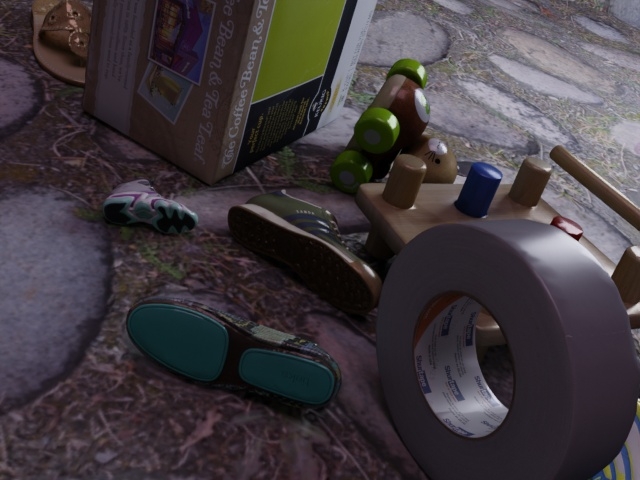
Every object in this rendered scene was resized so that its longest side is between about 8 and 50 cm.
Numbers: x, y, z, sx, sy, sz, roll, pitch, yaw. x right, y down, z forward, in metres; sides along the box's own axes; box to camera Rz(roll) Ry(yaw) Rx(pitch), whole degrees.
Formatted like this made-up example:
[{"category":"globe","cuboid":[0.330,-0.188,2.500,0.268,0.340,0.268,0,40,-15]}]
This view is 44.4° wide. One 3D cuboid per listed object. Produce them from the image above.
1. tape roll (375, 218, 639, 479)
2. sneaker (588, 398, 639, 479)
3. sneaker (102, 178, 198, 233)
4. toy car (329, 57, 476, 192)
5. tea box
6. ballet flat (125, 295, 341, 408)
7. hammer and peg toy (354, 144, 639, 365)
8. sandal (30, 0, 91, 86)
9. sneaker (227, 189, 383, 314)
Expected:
[{"category":"tape roll","cuboid":[0.136,0.093,0.618,0.072,0.219,0.219,-5,40,-33]},{"category":"sneaker","cuboid":[0.237,0.213,0.610,0.126,0.091,0.240,3,37,-21]},{"category":"sneaker","cuboid":[-0.176,-0.043,0.832,0.098,0.038,0.069,12,34,-9]},{"category":"toy car","cuboid":[0.133,-0.111,1.002,0.188,0.149,0.155,31,46,-1]},{"category":"tea box","cuboid":[-0.092,-0.298,0.978,0.220,0.329,0.323,30,34,17]},{"category":"ballet flat","cuboid":[-0.073,0.094,0.673,0.188,0.070,0.070,22,33,2]},{"category":"hammer and peg toy","cuboid":[0.241,0.010,0.876,0.361,0.127,0.266,-3,36,-29]},{"category":"sandal","cuboid":[-0.356,-0.304,1.087,0.088,0.079,0.240,-4,39,-30]},{"category":"sneaker","cuboid":[0.000,0.000,0.827,0.192,0.064,0.086,30,40,23]}]
